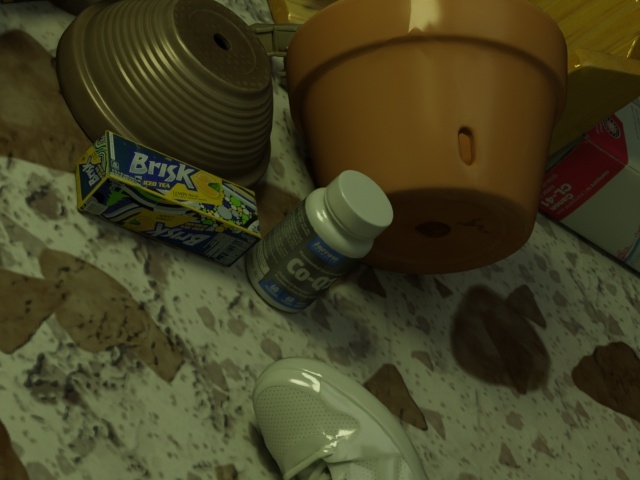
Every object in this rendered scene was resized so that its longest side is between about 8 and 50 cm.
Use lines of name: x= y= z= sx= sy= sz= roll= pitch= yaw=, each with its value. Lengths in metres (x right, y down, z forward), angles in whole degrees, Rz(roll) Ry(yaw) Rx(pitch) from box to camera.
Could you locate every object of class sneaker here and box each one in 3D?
sneaker: x=0.021 y=0.235 z=1.377 sx=0.292 sy=0.108 sz=0.169 roll=52 pitch=30 yaw=5

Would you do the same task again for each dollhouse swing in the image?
dollhouse swing: x=0.150 y=-0.294 z=1.950 sx=0.305 sy=0.315 sz=0.347 roll=28 pitch=36 yaw=-45

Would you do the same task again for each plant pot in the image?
plant pot: x=-0.126 y=-0.158 z=1.624 sx=0.237 sy=0.110 sz=0.237 roll=29 pitch=37 yaw=-25
plant pot: x=0.108 y=-0.097 z=1.701 sx=0.291 sy=0.291 sz=0.204 roll=21 pitch=57 yaw=-35

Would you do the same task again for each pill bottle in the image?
pill bottle: x=0.000 y=0.000 z=1.573 sx=0.078 sy=0.137 sz=0.078 roll=30 pitch=37 yaw=-25

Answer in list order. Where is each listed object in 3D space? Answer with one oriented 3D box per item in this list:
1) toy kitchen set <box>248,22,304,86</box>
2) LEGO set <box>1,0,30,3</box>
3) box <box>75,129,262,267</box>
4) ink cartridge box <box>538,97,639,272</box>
toy kitchen set: x=-0.048 y=-0.190 z=1.792 sx=0.075 sy=0.083 sz=0.068 roll=-32 pitch=122 yaw=-57
LEGO set: x=-0.294 y=-0.340 z=1.535 sx=0.331 sy=0.192 sz=0.255 roll=-6 pitch=63 yaw=-53
box: x=-0.137 y=-0.036 z=1.531 sx=0.169 sy=0.054 sz=0.059 roll=23 pitch=40 yaw=-34
ink cartridge box: x=0.390 y=-0.090 z=2.128 sx=0.306 sy=0.131 sz=0.226 roll=32 pitch=35 yaw=-24
